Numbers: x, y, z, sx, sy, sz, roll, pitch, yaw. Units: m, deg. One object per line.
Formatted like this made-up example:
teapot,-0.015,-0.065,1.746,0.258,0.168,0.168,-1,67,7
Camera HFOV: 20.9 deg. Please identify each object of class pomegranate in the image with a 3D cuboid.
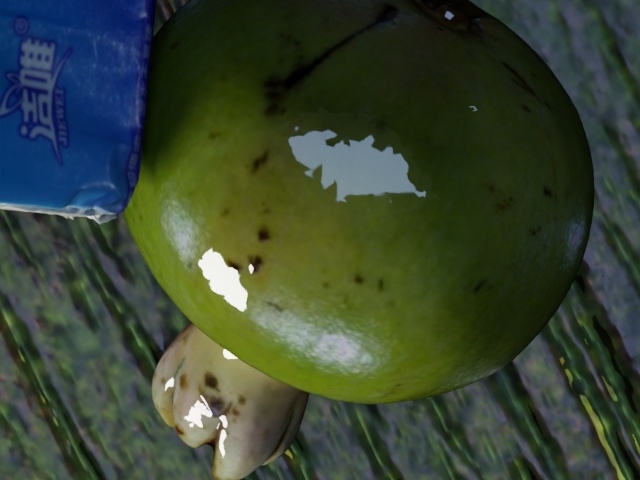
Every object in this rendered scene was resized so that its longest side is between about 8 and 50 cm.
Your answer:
pomegranate,0.014,-0.001,0.659,0.179,0.179,0.210,-1,109,0

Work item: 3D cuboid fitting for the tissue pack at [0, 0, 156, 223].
tissue pack,-0.154,-0.145,0.627,0.137,0.209,0.270,6,92,-41
